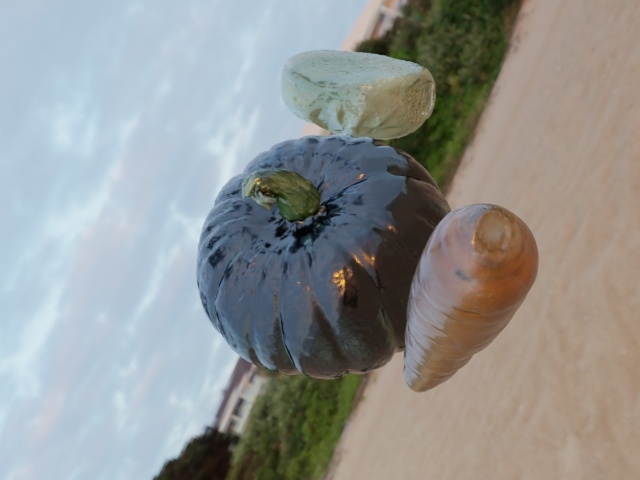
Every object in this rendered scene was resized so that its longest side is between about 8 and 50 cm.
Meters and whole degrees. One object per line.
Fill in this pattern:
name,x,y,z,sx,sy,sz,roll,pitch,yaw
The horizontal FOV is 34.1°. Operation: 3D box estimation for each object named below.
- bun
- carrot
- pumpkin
bun,0.048,-0.201,1.463,0.221,0.221,0.108,-53,-30,-66
carrot,0.058,0.041,0.482,0.216,0.048,0.048,98,-163,-66
pumpkin,0.004,0.008,0.745,0.150,0.194,0.194,106,-170,-46
